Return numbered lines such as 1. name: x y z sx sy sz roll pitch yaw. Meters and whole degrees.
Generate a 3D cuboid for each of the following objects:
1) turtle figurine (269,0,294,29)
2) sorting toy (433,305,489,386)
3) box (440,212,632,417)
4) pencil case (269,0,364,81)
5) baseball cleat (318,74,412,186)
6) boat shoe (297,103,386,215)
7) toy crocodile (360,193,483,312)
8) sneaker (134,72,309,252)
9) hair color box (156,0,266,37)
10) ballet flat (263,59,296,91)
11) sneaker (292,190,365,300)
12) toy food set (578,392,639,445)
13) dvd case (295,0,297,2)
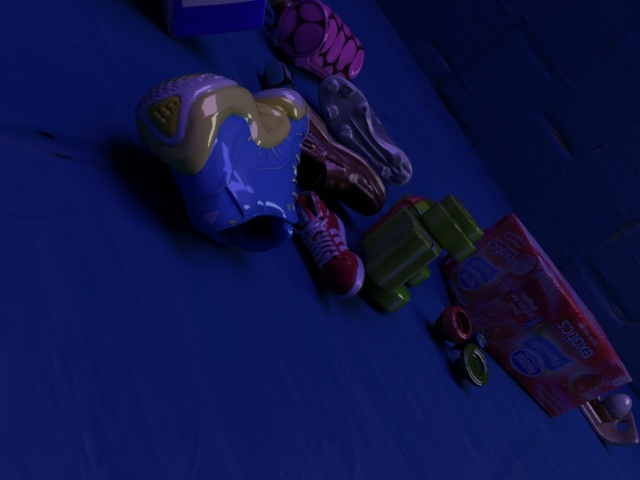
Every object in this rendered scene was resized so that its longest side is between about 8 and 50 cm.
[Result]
1. turtle figurine: -0.114 -0.441 0.895 0.217 0.087 0.270 41 25 -33
2. sorting toy: 0.169 0.130 0.723 0.061 0.042 0.102 -1 70 -47
3. box: 0.338 0.123 0.938 0.300 0.142 0.154 43 24 -28
4. pencil case: 0.005 -0.303 0.938 0.209 0.095 0.098 -8 91 -68
5. baseball cleat: 0.061 -0.168 0.912 0.206 0.072 0.109 51 7 -21
6. boat shoe: 0.003 -0.078 0.655 0.178 0.064 0.060 40 56 -30
7. toy crocodile: 0.107 -0.005 0.683 0.105 0.115 0.340 51 19 6
8. sneaker: -0.058 -0.055 0.476 0.240 0.091 0.126 -25 99 -69
9. hair color box: -0.151 -0.394 0.599 0.110 0.185 0.339 -13 61 -19
10. ballet flat: -0.046 -0.177 0.718 0.041 0.041 0.114 38 28 -37
11. sneaker: 0.000 0.000 0.542 0.067 0.042 0.118 44 16 -36
12. toy food set: 0.585 0.278 1.300 0.306 0.092 0.219 60 22 11
13. dvd case: -0.092 -0.527 1.167 0.164 0.018 0.221 42 24 -32
